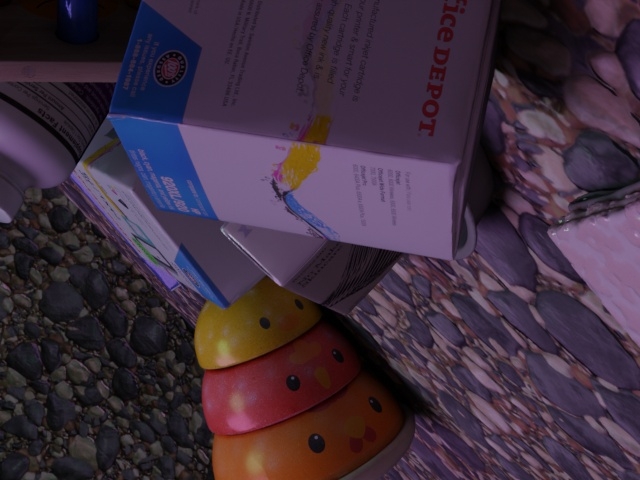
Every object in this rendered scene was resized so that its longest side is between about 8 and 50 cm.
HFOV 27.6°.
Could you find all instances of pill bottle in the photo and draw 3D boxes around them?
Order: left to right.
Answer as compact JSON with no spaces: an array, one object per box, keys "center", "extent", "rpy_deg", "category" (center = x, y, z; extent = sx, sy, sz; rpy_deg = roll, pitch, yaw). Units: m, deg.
[{"center":[-0.317,-0.187,1.456],"extent":[0.181,0.323,0.181],"rpy_deg":[26,164,8],"category":"pill bottle"}]

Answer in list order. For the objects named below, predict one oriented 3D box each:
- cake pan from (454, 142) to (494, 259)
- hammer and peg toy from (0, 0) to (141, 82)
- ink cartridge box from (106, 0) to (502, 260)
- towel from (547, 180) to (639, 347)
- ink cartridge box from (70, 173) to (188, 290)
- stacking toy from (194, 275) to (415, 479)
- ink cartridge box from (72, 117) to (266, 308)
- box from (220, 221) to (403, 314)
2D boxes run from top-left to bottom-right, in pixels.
[{"center":[0.051,-0.105,1.210],"extent":[0.293,0.054,0.293],"rpy_deg":[43,166,13],"category":"cake pan"},{"center":[-0.289,-0.211,1.216],"extent":[0.266,0.361,0.127],"rpy_deg":[-115,29,-52],"category":"hammer and peg toy"},{"center":[0.000,-0.107,0.915],"extent":[0.233,0.171,0.168],"rpy_deg":[10,159,10],"category":"ink cartridge box"},{"center":[0.330,0.076,0.895],"extent":[0.317,0.053,0.332],"rpy_deg":[49,166,-6],"category":"towel"},{"center":[-0.315,-0.064,2.148],"extent":[0.303,0.072,0.307],"rpy_deg":[50,-165,-12],"category":"ink cartridge box"},{"center":[-0.091,0.176,2.052],"extent":[0.480,0.350,0.350],"rpy_deg":[65,163,-10],"category":"stacking toy"},{"center":[-0.155,-0.079,1.599],"extent":[0.198,0.197,0.270],"rpy_deg":[54,165,-28],"category":"ink cartridge box"},{"center":[0.000,0.000,1.395],"extent":[0.094,0.113,0.275],"rpy_deg":[44,-175,17],"category":"box"}]
